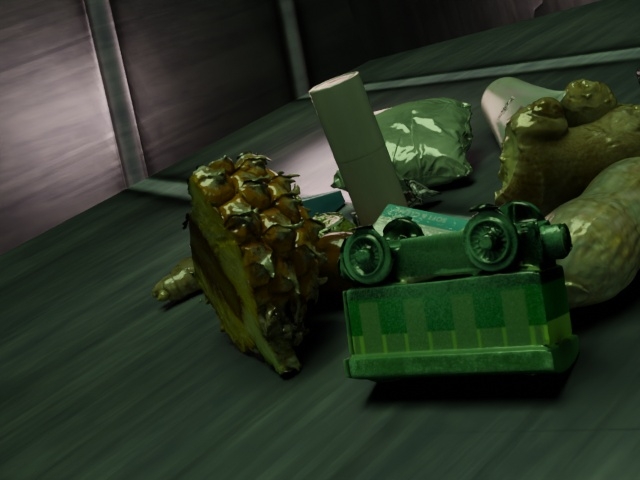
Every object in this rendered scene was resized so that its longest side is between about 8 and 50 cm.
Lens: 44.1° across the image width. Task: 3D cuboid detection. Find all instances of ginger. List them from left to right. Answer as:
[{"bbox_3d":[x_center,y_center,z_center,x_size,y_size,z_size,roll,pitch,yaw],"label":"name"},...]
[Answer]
[{"bbox_3d":[-0.238,0.062,1.618,0.213,0.074,0.137,-24,16,13],"label":"ginger"},{"bbox_3d":[0.524,-0.276,1.638,0.193,0.123,0.115,-7,39,55],"label":"ginger"},{"bbox_3d":[0.386,-0.122,1.196,0.275,0.221,0.130,-31,8,0],"label":"ginger"}]

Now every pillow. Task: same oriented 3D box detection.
[{"bbox_3d":[0.181,-0.199,1.722,0.309,0.138,0.283,-8,35,13],"label":"pillow"}]

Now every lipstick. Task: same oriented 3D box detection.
[{"bbox_3d":[0.080,-0.107,1.298,0.087,0.327,0.087,-21,17,7],"label":"lipstick"}]

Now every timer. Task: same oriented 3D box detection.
[{"bbox_3d":[-0.093,-0.062,1.784,0.231,0.091,0.250,-10,17,36],"label":"timer"}]

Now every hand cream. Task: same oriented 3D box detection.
[{"bbox_3d":[0.430,-0.273,1.718,0.185,0.118,0.359,-54,9,17],"label":"hand cream"}]

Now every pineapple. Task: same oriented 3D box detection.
[{"bbox_3d":[-0.049,0.048,1.197,0.209,0.286,0.344,-29,-25,-23],"label":"pineapple"}]

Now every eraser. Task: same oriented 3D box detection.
[{"bbox_3d":[0.177,0.013,1.141,0.225,0.052,0.096,14,51,31],"label":"eraser"}]

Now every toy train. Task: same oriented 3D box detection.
[{"bbox_3d":[0.154,0.062,0.927,0.300,0.203,0.120,-9,-2,35],"label":"toy train"}]

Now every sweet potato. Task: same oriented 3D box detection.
[{"bbox_3d":[0.033,0.039,1.288,0.359,0.112,0.112,-9,22,36],"label":"sweet potato"}]

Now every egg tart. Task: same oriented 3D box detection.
[{"bbox_3d":[0.000,0.000,1.500,0.197,0.078,0.197,-18,19,6],"label":"egg tart"}]

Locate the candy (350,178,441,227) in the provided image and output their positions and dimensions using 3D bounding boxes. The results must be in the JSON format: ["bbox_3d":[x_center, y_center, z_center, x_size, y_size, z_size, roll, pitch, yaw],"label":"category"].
[{"bbox_3d":[0.147,-0.064,1.509,0.226,0.094,0.051,-30,-18,-41],"label":"candy"}]

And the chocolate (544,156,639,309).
[{"bbox_3d":[0.370,-0.016,1.011,0.309,0.134,0.134,-34,21,-34],"label":"chocolate"}]

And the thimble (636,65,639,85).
[{"bbox_3d":[0.737,-0.357,1.694,0.104,0.066,0.095,-33,19,-23],"label":"thimble"}]
